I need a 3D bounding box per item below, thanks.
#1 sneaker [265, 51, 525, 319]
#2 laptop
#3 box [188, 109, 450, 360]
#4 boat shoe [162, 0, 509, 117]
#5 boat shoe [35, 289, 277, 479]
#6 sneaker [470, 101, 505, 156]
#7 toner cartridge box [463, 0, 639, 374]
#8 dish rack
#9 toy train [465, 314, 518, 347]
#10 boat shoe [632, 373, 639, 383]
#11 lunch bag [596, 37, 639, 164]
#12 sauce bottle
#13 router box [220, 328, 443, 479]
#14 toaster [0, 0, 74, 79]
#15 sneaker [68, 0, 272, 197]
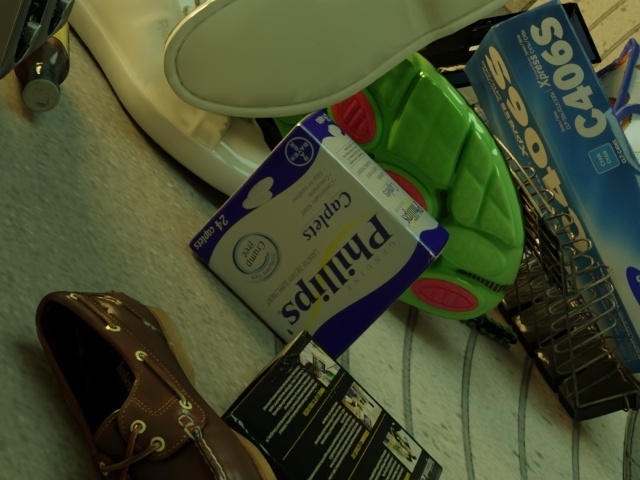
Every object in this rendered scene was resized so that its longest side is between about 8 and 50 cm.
[{"bbox_3d":[0.023,-0.137,1.349,0.483,0.185,0.202,50,23,16],"label":"sneaker"},{"bbox_3d":[0.242,-0.231,2.022,0.264,0.234,0.136,-64,140,-57],"label":"laptop"},{"bbox_3d":[0.000,0.000,1.079,0.137,0.126,0.072,44,16,0],"label":"box"},{"bbox_3d":[0.013,-0.186,1.196,0.099,0.319,0.116,32,-37,61],"label":"boat shoe"},{"bbox_3d":[-0.087,0.102,0.757,0.073,0.073,0.207,22,21,-46],"label":"boat shoe"},{"bbox_3d":[0.238,-0.132,2.020,0.224,0.083,0.098,-8,77,-65],"label":"sneaker"},{"bbox_3d":[0.253,-0.043,1.427,0.165,0.075,0.347,108,-43,-82],"label":"toner cartridge box"},{"bbox_3d":[0.210,0.026,1.385,0.208,0.074,0.271,-121,-169,-45],"label":"dish rack"},{"bbox_3d":[0.158,0.079,1.426,0.083,0.017,0.023,31,11,-37],"label":"toy train"},{"bbox_3d":[0.418,0.163,1.692,0.226,0.083,0.076,40,17,-14],"label":"boat shoe"},{"bbox_3d":[0.440,-0.041,1.978,0.328,0.239,0.385,42,35,-8],"label":"lunch bag"},{"bbox_3d":[-0.202,-0.132,1.079,0.042,0.042,0.128,35,22,-27],"label":"sauce bottle"},{"bbox_3d":[0.002,0.136,0.908,0.133,0.046,0.179,45,18,1],"label":"router box"},{"bbox_3d":[-0.246,-0.203,0.978,0.186,0.110,0.168,27,21,-3],"label":"toaster"},{"bbox_3d":[-0.108,-0.158,1.211,0.290,0.123,0.106,51,17,17],"label":"sneaker"}]
